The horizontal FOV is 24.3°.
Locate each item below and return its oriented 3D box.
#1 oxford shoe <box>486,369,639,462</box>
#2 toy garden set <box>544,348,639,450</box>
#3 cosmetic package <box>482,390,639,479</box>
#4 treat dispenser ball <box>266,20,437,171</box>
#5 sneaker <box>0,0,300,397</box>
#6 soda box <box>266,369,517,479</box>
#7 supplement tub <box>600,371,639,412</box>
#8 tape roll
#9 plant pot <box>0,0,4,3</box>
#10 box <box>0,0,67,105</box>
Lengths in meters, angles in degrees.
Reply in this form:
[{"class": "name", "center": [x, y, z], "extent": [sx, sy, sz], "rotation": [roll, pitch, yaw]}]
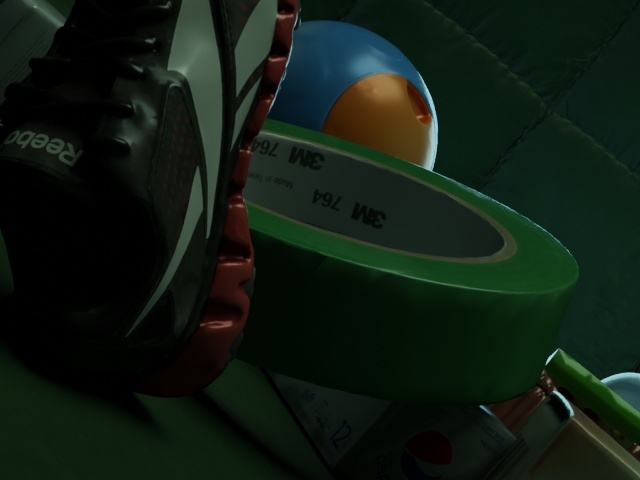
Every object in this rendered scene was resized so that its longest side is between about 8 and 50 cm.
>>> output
[{"class": "oxford shoe", "center": [0.146, 0.185, 1.166], "extent": [0.397, 0.140, 0.147], "rotation": [40, -26, 31]}, {"class": "toy garden set", "center": [0.157, 0.154, 1.296], "extent": [0.204, 0.049, 0.244], "rotation": [39, -26, 6]}, {"class": "cosmetic package", "center": [0.224, 0.243, 0.941], "extent": [0.296, 0.129, 0.153], "rotation": [42, 2, 1]}, {"class": "treat dispenser ball", "center": [0.003, -0.131, 1.868], "extent": [0.288, 0.288, 0.288], "rotation": [41, 4, -3]}, {"class": "sneaker", "center": [-0.083, -0.065, 0.667], "extent": [0.097, 0.276, 0.135], "rotation": [9, 1, 32]}, {"class": "soda box", "center": [0.023, 0.085, 1.052], "extent": [0.098, 0.091, 0.286], "rotation": [39, 4, -27]}, {"class": "supplement tub", "center": [0.466, 0.328, 1.962], "extent": [0.316, 0.193, 0.193], "rotation": [38, 4, -29]}, {"class": "tape roll", "center": [0.000, 0.000, 0.948], "extent": [0.321, 0.077, 0.321], "rotation": [17, 15, -5]}, {"class": "plant pot", "center": [-0.242, -0.218, 0.750], "extent": [0.293, 0.293, 0.196], "rotation": [41, -23, 0]}, {"class": "box", "center": [-0.214, -0.119, 0.943], "extent": [0.101, 0.102, 0.087], "rotation": [44, 3, 32]}]
